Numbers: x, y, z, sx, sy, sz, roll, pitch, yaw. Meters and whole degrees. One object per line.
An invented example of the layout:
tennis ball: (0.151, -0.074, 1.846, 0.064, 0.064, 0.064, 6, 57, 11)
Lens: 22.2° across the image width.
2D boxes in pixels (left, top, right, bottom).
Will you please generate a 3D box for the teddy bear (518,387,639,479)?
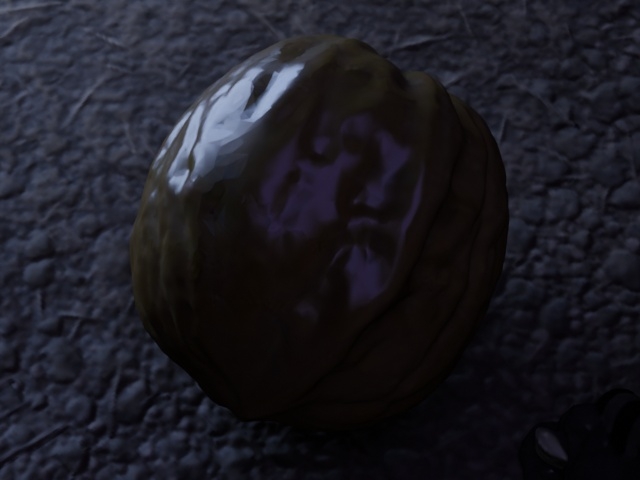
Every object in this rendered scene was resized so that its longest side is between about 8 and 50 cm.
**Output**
teddy bear: (0.222, 0.096, 0.805, 0.171, 0.251, 0.144, 13, 62, -12)

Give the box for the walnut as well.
walnut: (0.000, 0.000, 0.863, 0.213, 0.213, 0.213, 1, 62, -2)
